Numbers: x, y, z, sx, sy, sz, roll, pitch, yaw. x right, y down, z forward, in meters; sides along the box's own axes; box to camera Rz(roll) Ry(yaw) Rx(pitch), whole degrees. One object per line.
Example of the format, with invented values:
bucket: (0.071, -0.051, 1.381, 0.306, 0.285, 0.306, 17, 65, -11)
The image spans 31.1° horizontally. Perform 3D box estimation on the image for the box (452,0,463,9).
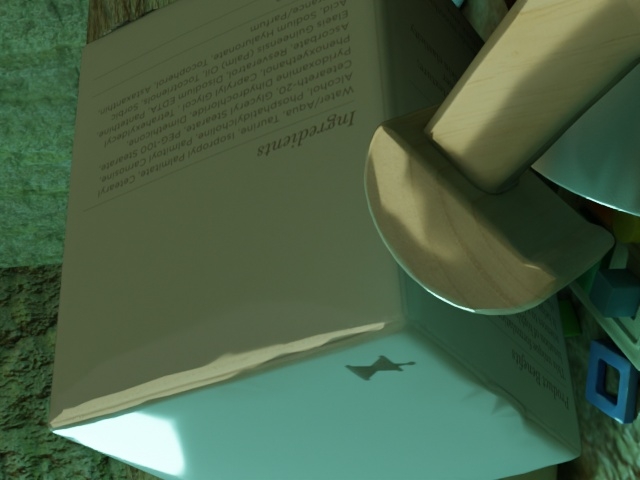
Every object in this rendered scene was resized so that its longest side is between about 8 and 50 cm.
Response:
box: (0.045, -0.260, 1.337, 0.247, 0.163, 0.142, 120, 137, -56)

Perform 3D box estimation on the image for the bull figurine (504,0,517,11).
bull figurine: (0.191, -0.290, 1.035, 0.310, 0.101, 0.188, 64, 144, 34)

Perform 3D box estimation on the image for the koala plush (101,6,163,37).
koala plush: (-0.123, -0.207, 1.252, 0.196, 0.221, 0.203, 37, 134, 57)

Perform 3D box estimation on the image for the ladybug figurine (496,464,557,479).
ladybug figurine: (0.112, 0.136, 1.248, 0.305, 0.162, 0.449, 121, 140, -57)

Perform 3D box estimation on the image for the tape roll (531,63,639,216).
tape roll: (0.253, -0.124, 0.719, 0.246, 0.246, 0.169, -132, 42, -57)

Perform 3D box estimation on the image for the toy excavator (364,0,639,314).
toy excavator: (0.248, -0.122, 0.488, 0.445, 0.222, 0.432, 23, 118, 30)

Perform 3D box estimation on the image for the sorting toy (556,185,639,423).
sorting toy: (0.256, -0.004, 1.006, 0.196, 0.047, 0.347, -124, 36, -52)

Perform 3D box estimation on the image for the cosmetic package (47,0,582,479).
cosmetic package: (0.000, 0.000, 1.022, 0.328, 0.329, 0.393, -19, 55, 25)
